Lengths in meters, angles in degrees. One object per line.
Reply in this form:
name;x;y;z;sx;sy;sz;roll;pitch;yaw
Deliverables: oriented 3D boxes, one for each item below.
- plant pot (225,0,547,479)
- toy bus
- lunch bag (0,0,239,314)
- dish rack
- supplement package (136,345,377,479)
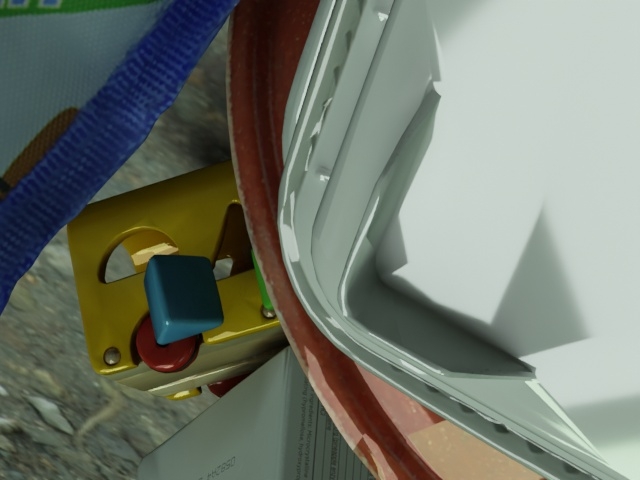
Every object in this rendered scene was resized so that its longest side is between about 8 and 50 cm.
plant pot;0.160;-0.054;0.535;0.272;0.272;0.265;44;139;-19
toy bus;-0.013;0.002;0.884;0.202;0.104;0.191;-3;161;-31
lunch bag;-0.179;-0.182;0.587;0.328;0.239;0.385;46;174;-19
dish rack;0.133;-0.046;0.365;0.285;0.072;0.333;30;125;14
supplement package;0.059;0.194;0.918;0.262;0.198;0.199;14;154;-20
